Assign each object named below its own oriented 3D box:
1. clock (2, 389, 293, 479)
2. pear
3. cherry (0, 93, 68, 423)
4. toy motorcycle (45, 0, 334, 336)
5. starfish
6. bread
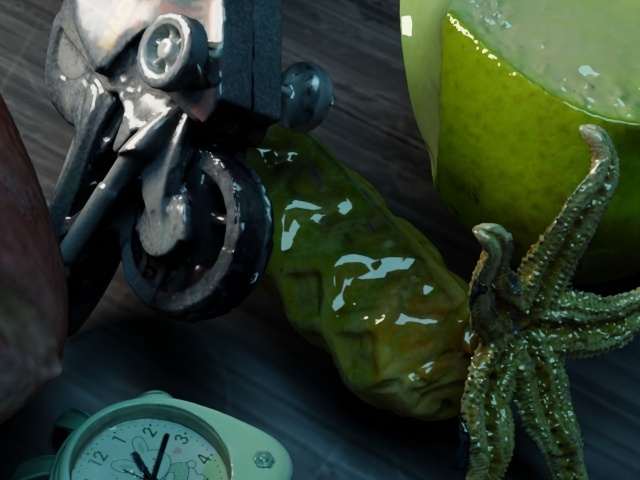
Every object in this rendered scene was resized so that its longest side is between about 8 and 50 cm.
[{"bbox_3d":[-0.088,0.123,0.648,0.135,0.041,0.101,24,47,14],"label":"clock"},{"bbox_3d":[0.187,-0.086,0.819,0.287,0.176,0.281,6,47,1],"label":"pear"},{"bbox_3d":[-0.254,-0.004,0.619,0.308,0.221,0.261,28,57,5],"label":"cherry"},{"bbox_3d":[-0.092,-0.101,0.718,0.108,0.173,0.307,15,73,-50],"label":"toy motorcycle"},{"bbox_3d":[0.127,0.045,0.672,0.176,0.208,0.053,-11,24,-35],"label":"starfish"},{"bbox_3d":[-0.001,0.000,0.754,0.087,0.098,0.269,-47,59,6],"label":"bread"}]
